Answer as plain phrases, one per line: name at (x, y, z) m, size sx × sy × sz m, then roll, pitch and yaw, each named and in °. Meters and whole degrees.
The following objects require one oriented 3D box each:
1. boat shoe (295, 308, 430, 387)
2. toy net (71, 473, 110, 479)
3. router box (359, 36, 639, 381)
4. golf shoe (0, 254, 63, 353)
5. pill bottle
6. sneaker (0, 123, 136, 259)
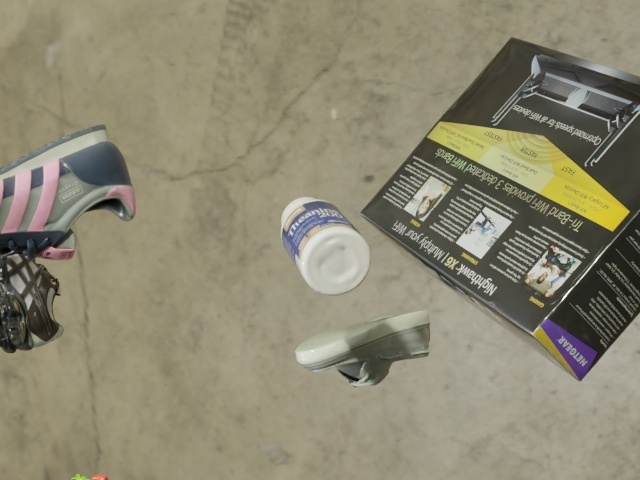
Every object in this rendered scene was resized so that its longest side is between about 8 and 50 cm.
boat shoe at (0.064, 0.142, 1.336) m, size 0.079 × 0.227 × 0.081 m, roll -9°, pitch 92°, yaw 45°
toy net at (-0.328, 0.457, 1.903) m, size 0.232 × 0.045 × 0.122 m, roll -1°, pitch 122°, yaw 28°
router box at (0.203, -0.046, 0.977) m, size 0.243 × 0.081 × 0.309 m, roll -48°, pitch 32°, yaw -1°
golf shoe at (-0.397, 0.050, 1.423) m, size 0.077 × 0.094 × 0.198 m, roll -23°, pitch 75°, yaw 50°
pill bottle at (0.000, 0.000, 1.014) m, size 0.120 × 0.067 × 0.067 m, roll -127°, pitch 42°, yaw -64°
sneaker at (-0.355, -0.017, 1.244) m, size 0.131 × 0.319 × 0.112 m, roll 61°, pitch 153°, yaw -6°
